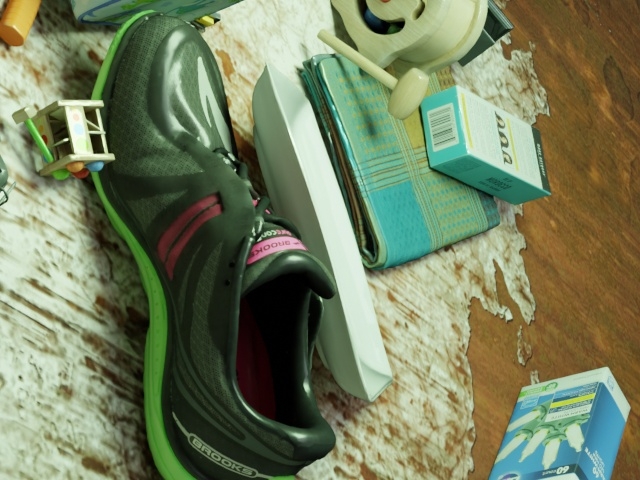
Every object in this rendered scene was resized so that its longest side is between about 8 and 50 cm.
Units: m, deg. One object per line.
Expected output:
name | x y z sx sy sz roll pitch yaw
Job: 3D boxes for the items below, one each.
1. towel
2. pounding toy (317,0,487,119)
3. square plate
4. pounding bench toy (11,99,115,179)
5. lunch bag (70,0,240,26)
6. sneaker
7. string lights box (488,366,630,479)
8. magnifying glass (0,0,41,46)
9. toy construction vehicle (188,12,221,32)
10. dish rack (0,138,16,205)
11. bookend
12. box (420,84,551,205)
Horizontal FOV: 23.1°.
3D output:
towel | 0.112 -0.115 2.018 0.370 0.040 0.271 -17 89 -60
pounding toy | 0.091 -0.287 1.910 0.155 0.154 0.269 19 35 -40
square plate | 0.000 0.000 1.669 0.344 0.049 0.347 12 61 -83
pounding bench toy | -0.241 -0.090 1.444 0.083 0.052 0.065 -4 78 -45
lunch bag | -0.150 -0.271 1.551 0.219 0.176 0.090 -11 81 -69
sneaker | -0.083 0.006 1.489 0.185 0.202 0.483 -5 78 -53
string lights box | 0.301 0.280 2.005 0.077 0.133 0.260 59 33 -20
magnifying glass | -0.269 -0.275 1.528 0.092 0.026 0.231 47 40 -34
toy construction vehicle | -0.137 -0.279 1.723 0.098 0.035 0.086 29 51 -47
dish rack | -0.340 -0.057 1.259 0.208 0.074 0.271 56 34 -24
bookend | 0.179 -0.303 2.141 0.156 0.072 0.157 48 30 -13
box | 0.225 -0.125 2.111 0.244 0.060 0.100 20 58 -54
